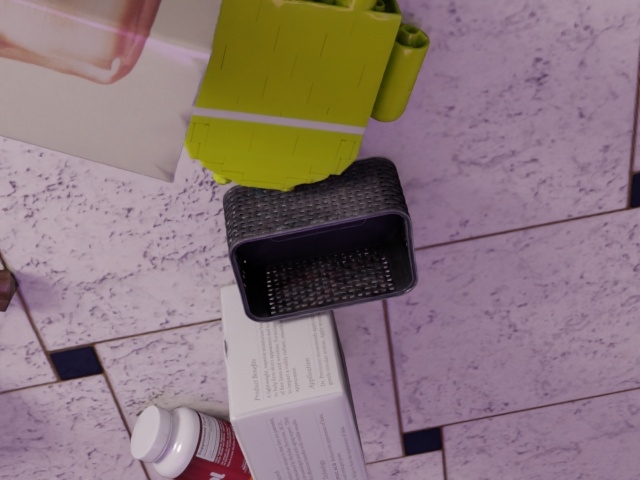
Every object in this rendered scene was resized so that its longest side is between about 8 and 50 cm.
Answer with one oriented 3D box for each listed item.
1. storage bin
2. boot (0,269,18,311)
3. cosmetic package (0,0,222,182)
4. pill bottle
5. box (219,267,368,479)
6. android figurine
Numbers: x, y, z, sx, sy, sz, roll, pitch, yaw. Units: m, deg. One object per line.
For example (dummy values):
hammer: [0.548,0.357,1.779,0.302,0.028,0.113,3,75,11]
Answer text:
storage bin: [0.000,0.000,1.131,0.180,0.084,0.122,-12,134,-1]
boot: [-0.373,0.068,1.162,0.114,0.037,0.106,3,135,-20]
cosmetic package: [-0.229,-0.170,0.843,0.296,0.153,0.129,15,129,-11]
pill bottle: [-0.146,0.250,1.341,0.152,0.086,0.086,25,124,-30]
box: [-0.029,0.160,1.210,0.119,0.181,0.182,-12,135,2]
android figurine: [-0.032,-0.150,1.000,0.248,0.056,0.273,4,132,-14]
